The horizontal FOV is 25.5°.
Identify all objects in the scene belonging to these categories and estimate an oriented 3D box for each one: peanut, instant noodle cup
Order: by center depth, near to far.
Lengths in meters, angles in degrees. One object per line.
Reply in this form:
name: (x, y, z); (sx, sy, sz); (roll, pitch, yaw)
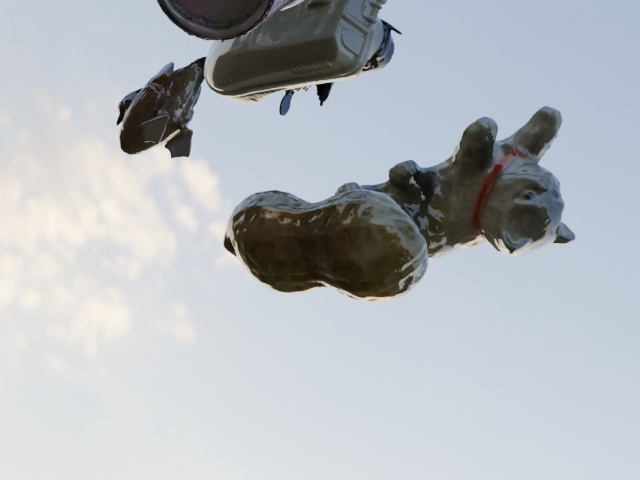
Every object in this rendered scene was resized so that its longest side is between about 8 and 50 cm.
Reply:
instant noodle cup: (-0.059, -0.201, 0.993); (0.127, 0.136, 0.127); (4, -64, 9)
peanut: (0.001, -0.001, 1.072); (0.193, 0.089, 0.089); (6, -51, 37)

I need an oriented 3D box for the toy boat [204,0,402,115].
toy boat: (-0.016, -0.204, 1.463); (0.141, 0.141, 0.269); (54, -28, -11)

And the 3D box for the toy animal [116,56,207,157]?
toy animal: (-0.221, -0.199, 1.991); (0.089, 0.188, 0.179); (34, 12, -35)

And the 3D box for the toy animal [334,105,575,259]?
toy animal: (0.187, -0.034, 1.965); (0.266, 0.308, 0.188); (-40, -114, 49)
